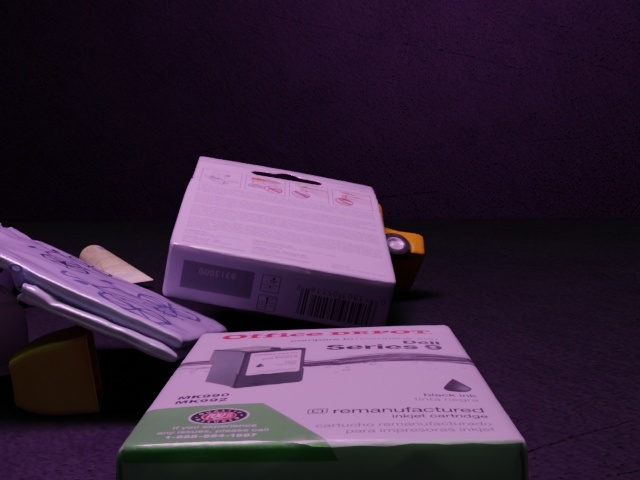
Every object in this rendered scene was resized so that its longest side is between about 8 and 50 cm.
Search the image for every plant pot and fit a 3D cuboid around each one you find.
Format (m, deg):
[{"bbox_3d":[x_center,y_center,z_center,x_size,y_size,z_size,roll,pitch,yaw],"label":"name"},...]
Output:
[{"bbox_3d":[-0.275,0.137,0.927,0.083,0.081,0.081,-9,8,-11],"label":"plant pot"}]

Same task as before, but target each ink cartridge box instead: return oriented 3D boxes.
[{"bbox_3d":[-0.060,-0.009,1.360,0.308,0.091,0.385,10,22,-6],"label":"ink cartridge box"},{"bbox_3d":[0.002,0.142,0.587,0.211,0.121,0.289,-1,6,0],"label":"ink cartridge box"}]

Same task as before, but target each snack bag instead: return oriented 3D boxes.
[{"bbox_3d":[-0.283,0.053,1.038,0.342,0.037,0.323,24,-2,3],"label":"snack bag"}]

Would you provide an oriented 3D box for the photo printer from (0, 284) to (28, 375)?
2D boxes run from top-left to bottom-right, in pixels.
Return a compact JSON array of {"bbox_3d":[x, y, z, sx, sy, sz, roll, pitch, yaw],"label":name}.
[{"bbox_3d":[-0.531,0.115,1.055,0.307,0.107,0.256,-7,9,-33],"label":"photo printer"}]

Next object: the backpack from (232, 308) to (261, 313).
[{"bbox_3d":[-0.096,0.056,1.403,0.105,0.114,0.084,1,27,9],"label":"backpack"}]

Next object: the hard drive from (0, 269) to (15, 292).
[{"bbox_3d":[-0.562,0.062,1.372,0.172,0.054,0.255,-2,30,-5],"label":"hard drive"}]

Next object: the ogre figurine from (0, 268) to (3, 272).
[{"bbox_3d":[-0.486,0.011,1.052,0.197,0.097,0.118,-16,23,-42],"label":"ogre figurine"}]

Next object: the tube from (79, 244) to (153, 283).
[{"bbox_3d":[-0.414,0.060,1.759,0.070,0.062,0.240,-50,30,-14],"label":"tube"}]

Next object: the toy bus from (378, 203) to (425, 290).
[{"bbox_3d":[0.000,0.000,1.499,0.332,0.108,0.130,6,45,-10],"label":"toy bus"}]

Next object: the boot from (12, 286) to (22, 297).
[{"bbox_3d":[-0.588,0.063,1.580,0.207,0.094,0.246,-2,11,-35],"label":"boot"}]
